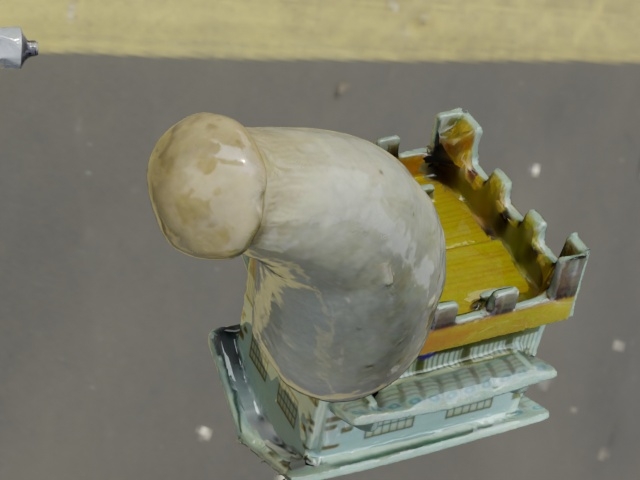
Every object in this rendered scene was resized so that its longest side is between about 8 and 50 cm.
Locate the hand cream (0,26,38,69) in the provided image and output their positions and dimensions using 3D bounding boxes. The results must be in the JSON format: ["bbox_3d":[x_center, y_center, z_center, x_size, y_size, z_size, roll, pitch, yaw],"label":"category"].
[{"bbox_3d":[-0.170,-0.085,0.669,0.093,0.030,0.019,1,78,-12],"label":"hand cream"}]

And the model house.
[{"bbox_3d":[0.052,0.051,1.126,0.224,0.198,0.215,-12,133,-25],"label":"model house"}]

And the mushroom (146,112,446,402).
[{"bbox_3d":[0.000,0.000,0.749,0.118,0.103,0.270,-29,155,-1],"label":"mushroom"}]
